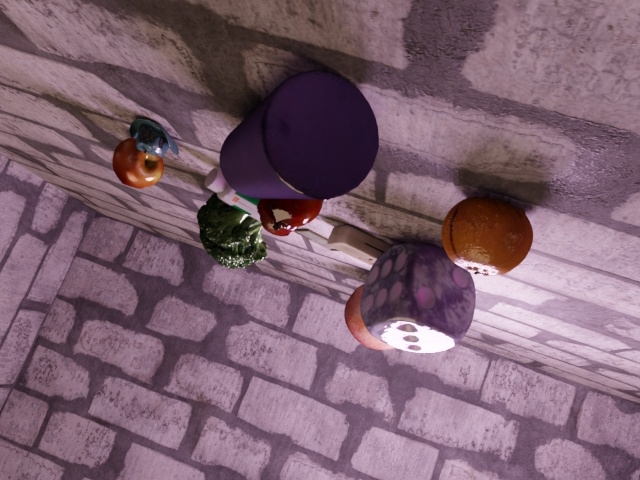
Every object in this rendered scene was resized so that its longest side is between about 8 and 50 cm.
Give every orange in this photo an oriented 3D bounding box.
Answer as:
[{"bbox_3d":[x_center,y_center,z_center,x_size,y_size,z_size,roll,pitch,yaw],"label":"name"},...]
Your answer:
[{"bbox_3d":[0.359,-0.005,1.220,0.193,0.161,0.193,19,163,6],"label":"orange"}]

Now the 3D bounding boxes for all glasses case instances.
[{"bbox_3d":[0.183,0.041,1.946,0.313,0.070,0.131,25,167,-22],"label":"glasses case"}]

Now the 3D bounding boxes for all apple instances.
[{"bbox_3d":[0.290,0.331,2.508,0.345,0.345,0.269,26,149,-24],"label":"apple"},{"bbox_3d":[-0.578,-0.243,1.763,0.139,0.163,0.163,1,159,38],"label":"apple"}]

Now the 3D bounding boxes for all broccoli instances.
[{"bbox_3d":[-0.301,-0.039,2.026,0.275,0.308,0.308,-27,146,20],"label":"broccoli"}]

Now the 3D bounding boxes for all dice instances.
[{"bbox_3d":[0.304,0.183,1.761,0.271,0.270,0.270,25,149,-20],"label":"dice"}]

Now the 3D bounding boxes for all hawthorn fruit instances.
[{"bbox_3d":[-0.107,-0.085,1.730,0.172,0.148,0.148,-8,155,28],"label":"hawthorn fruit"},{"bbox_3d":[-0.079,-0.108,1.441,0.169,0.188,0.169,27,169,6],"label":"hawthorn fruit"}]

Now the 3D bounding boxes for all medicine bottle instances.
[{"bbox_3d":[-0.248,-0.143,1.798,0.260,0.095,0.095,31,164,-38],"label":"medicine bottle"}]

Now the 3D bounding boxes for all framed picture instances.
[{"bbox_3d":[0.000,0.000,2.227,0.201,0.010,0.136,28,167,-28],"label":"framed picture"}]

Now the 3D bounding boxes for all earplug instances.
[{"bbox_3d":[-0.081,-0.177,1.125,0.215,0.215,0.456,25,171,-21],"label":"earplug"}]

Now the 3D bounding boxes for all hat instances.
[{"bbox_3d":[-0.489,-0.282,1.621,0.138,0.078,0.191,22,168,3],"label":"hat"}]
